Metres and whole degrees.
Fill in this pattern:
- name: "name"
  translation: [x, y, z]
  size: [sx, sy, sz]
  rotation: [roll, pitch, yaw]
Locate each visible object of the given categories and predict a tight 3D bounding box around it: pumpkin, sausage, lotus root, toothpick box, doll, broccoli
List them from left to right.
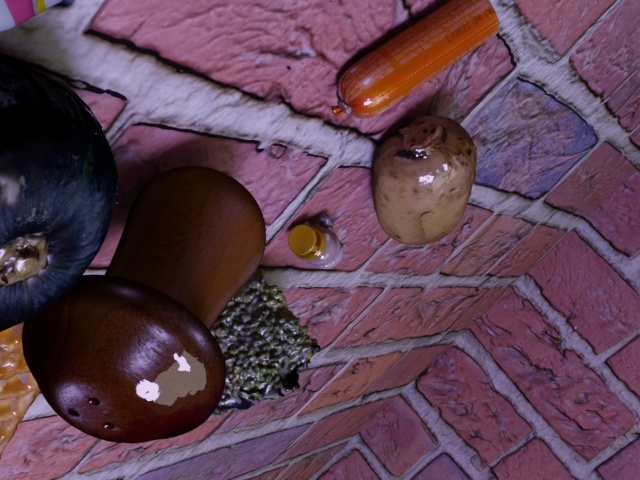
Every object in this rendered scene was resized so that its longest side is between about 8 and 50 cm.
- name: "pumpkin"
  translation: [-0.267, -0.029, 0.612]
  size: [0.233, 0.163, 0.233]
  rotation: [-38, 160, -16]
- name: "toothpick box"
  translation: [-0.161, 0.059, 0.807]
  size: [0.192, 0.192, 0.294]
  rotation: [-59, -173, 39]
- name: "broccoli"
  translation: [-0.144, 0.132, 1.213]
  size: [0.243, 0.273, 0.180]
  rotation: [-19, 107, -25]
- name: "doll"
  translation: [0.000, 0.000, 1.246]
  size: [0.127, 0.073, 0.084]
  rotation: [24, 82, -64]
- name: "sausage"
  translation: [0.107, -0.218, 0.983]
  size: [0.234, 0.071, 0.071]
  rotation: [-35, 158, -11]
- name: "lotus root"
  translation: [0.158, -0.083, 1.238]
  size: [0.160, 0.146, 0.284]
  rotation: [-18, 150, -2]

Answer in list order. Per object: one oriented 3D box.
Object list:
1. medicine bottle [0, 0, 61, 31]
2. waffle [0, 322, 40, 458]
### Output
- name: "medicine bottle"
  translation: [-0.143, -0.224, 0.527]
  size: [0.217, 0.090, 0.090]
  rotation: [-35, 158, -14]
- name: "waffle"
  translation: [-0.402, 0.155, 0.853]
  size: [0.213, 0.091, 0.308]
  rotation: [-9, 142, -52]
